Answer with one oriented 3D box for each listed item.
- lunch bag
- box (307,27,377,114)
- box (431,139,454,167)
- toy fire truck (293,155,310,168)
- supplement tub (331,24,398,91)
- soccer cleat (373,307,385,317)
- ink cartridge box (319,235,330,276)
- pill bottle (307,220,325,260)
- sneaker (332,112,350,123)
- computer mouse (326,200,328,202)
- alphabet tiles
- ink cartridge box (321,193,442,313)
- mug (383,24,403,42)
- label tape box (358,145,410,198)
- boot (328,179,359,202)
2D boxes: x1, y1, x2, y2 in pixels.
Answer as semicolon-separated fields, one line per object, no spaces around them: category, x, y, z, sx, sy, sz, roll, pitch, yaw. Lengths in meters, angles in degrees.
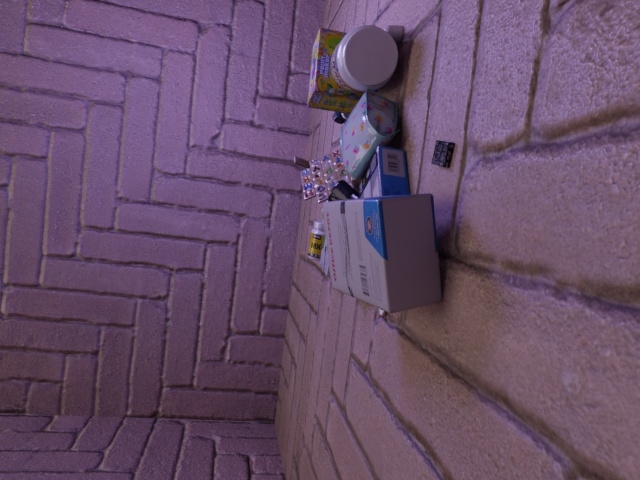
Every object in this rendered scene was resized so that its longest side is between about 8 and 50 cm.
lunch bag;0.176;-0.379;1.651;0.223;0.160;0.262;-52;26;45
box;0.101;-0.737;2.001;0.177;0.279;0.290;155;120;-77
box;0.331;-0.236;1.223;0.083;0.018;0.067;-121;39;-72
toy fire truck;-0.001;-0.349;2.280;0.158;0.246;0.217;79;-175;-46
supplement tub;0.165;-0.687;1.726;0.316;0.228;0.228;-106;24;-74
soccer cleat;0.208;0.234;1.567;0.083;0.029;0.036;-114;41;-63
ink cartridge box;0.063;0.080;2.225;0.208;0.086;0.153;-123;40;-71
pill bottle;0.000;0.000;2.503;0.119;0.119;0.209;-127;43;-74
sneaker;0.121;-0.639;2.301;0.163;0.086;0.226;124;162;-45
computer mouse;0.061;-0.219;2.515;0.193;0.042;0.106;122;151;-65
alphabet tiles;0.046;-0.307;2.094;0.343;0.285;0.011;-101;-12;-47
ink cartridge box;0.158;0.018;1.294;0.395;0.166;0.286;-169;72;-69
mug;0.272;-0.789;1.718;0.078;0.064;0.062;-119;36;-72
label tape box;0.201;-0.130;1.598;0.334;0.105;0.241;116;158;-59
boot;0.108;-0.110;1.896;0.207;0.094;0.247;39;120;45
